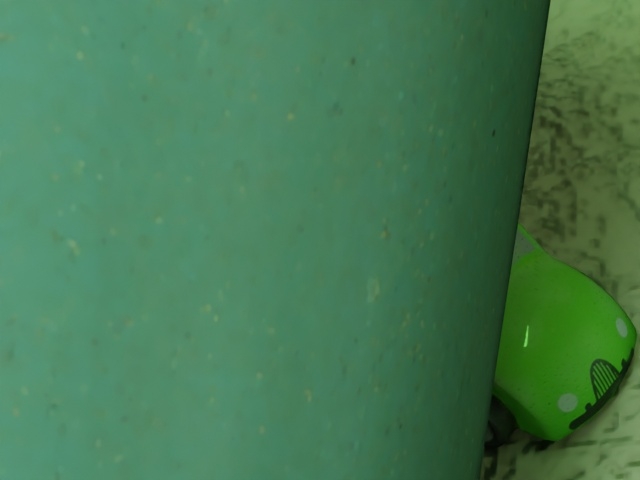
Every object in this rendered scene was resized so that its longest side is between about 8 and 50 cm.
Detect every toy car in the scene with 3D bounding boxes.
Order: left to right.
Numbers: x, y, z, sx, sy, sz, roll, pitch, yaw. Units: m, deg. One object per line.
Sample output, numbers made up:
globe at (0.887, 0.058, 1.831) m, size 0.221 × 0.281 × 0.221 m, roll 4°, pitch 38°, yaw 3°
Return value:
toy car at (0.000, 0.000, 0.652) m, size 0.225 × 0.053 × 0.239 m, roll 20°, pitch 58°, yaw 38°

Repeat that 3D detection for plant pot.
plant pot at (-0.086, -0.049, 0.488) m, size 0.341 × 0.341 × 0.334 m, roll 2°, pitch 86°, yaw 26°
